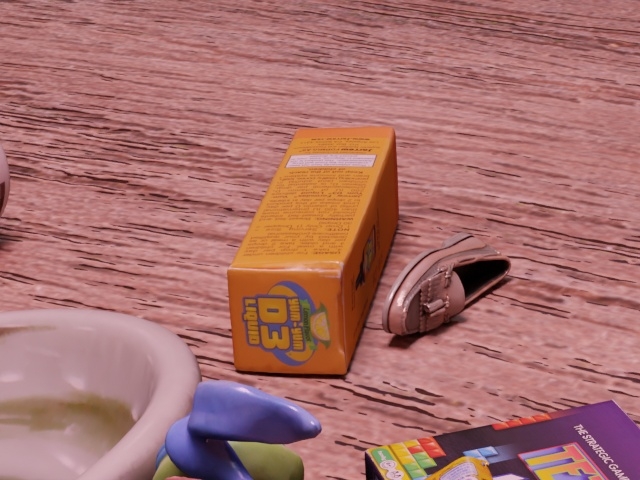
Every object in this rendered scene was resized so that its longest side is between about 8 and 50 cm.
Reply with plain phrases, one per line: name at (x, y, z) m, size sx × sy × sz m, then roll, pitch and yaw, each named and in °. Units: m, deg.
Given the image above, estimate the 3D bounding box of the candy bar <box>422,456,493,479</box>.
candy bar at (0.012, 0.149, 0.793) m, size 0.161 × 0.018 × 0.040 m, roll -32°, pitch 28°, yaw 0°

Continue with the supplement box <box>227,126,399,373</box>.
supplement box at (0.000, 0.000, 1.123) m, size 0.080 × 0.078 × 0.233 m, roll 0°, pitch 24°, yaw 9°

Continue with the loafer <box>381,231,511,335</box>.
loafer at (0.082, 0.028, 1.095) m, size 0.039 × 0.045 × 0.125 m, roll 17°, pitch 28°, yaw 24°

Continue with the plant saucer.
plant saucer at (-0.235, 0.146, 0.750) m, size 0.400 × 0.100 × 0.400 m, roll -14°, pitch 15°, yaw 4°

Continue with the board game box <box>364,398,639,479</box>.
board game box at (0.113, 0.146, 0.824) m, size 0.141 × 0.048 × 0.170 m, roll -11°, pitch 26°, yaw -13°

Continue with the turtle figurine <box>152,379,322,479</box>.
turtle figurine at (0.011, 0.206, 0.598) m, size 0.198 × 0.275 × 0.266 m, roll -2°, pitch 47°, yaw -14°

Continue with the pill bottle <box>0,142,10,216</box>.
pill bottle at (-0.311, -0.015, 1.147) m, size 0.117 × 0.117 × 0.215 m, roll 8°, pitch 27°, yaw 23°
